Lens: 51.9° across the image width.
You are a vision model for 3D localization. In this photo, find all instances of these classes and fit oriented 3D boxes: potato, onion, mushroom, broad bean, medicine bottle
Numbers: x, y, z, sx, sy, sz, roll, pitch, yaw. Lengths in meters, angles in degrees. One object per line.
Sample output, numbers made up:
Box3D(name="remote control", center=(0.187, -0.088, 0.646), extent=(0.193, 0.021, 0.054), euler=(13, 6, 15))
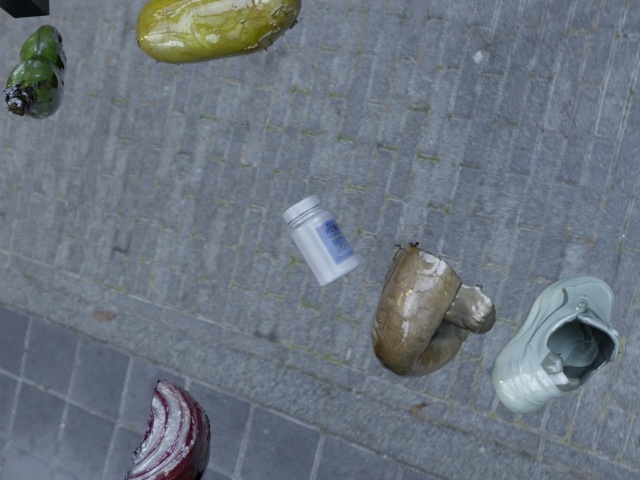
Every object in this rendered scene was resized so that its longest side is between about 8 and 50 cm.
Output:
Box3D(name="potato", center=(-0.177, -0.395, 1.160), extent=(0.300, 0.173, 0.140), euler=(-11, 127, 13))
Box3D(name="onion", center=(-0.309, 0.484, 1.487), extent=(0.146, 0.280, 0.315), euler=(-7, 48, 8))
Box3D(name="mushroom", center=(0.138, 0.116, 0.888), extent=(0.156, 0.286, 0.151), euler=(27, 81, 25))
Box3D(name="broad bean", center=(-0.362, -0.214, 0.851), extent=(0.061, 0.339, 0.077), euler=(-10, 122, -13))
Box3D(name="medicine bottle", center=(0.000, 0.000, 1.448), extent=(0.102, 0.103, 0.187), euler=(-32, 86, 22))

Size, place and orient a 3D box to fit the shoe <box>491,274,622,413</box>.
Box3D(name="shoe", center=(0.404, 0.142, 1.020), extent=(0.124, 0.316, 0.159), euler=(51, 149, -1))

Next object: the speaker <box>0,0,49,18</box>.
Box3D(name="speaker", center=(-0.300, -0.324, 0.656), extent=(0.040, 0.046, 0.191), euler=(-4, 86, 4))
